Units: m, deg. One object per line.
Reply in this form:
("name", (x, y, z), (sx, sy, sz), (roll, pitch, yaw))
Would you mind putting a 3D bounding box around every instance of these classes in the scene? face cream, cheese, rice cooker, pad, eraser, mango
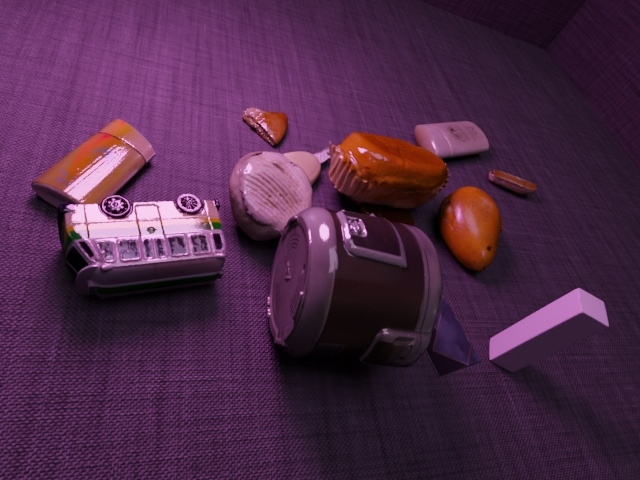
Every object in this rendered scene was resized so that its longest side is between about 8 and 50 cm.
("face cream", (0.515, -0.402, 1.693), (0.349, 0.081, 0.173), (-14, 62, -35))
("face cream", (-0.511, -0.177, 0.999), (0.140, 0.067, 0.285), (30, 47, -7))
("cheese", (-0.032, -0.237, 1.304), (0.127, 0.054, 0.252), (46, 48, 7))
("rice cooker", (0.077, 0.101, 0.909), (0.326, 0.335, 0.334), (11, 51, -20))
("pad", (0.315, 0.232, 1.145), (0.164, 0.004, 0.242), (-7, 58, -31))
("eraser", (0.557, 0.233, 1.066), (0.078, 0.298, 0.076), (30, 47, -5))
("mango", (0.468, -0.043, 1.345), (0.191, 0.160, 0.290), (14, 59, -25))

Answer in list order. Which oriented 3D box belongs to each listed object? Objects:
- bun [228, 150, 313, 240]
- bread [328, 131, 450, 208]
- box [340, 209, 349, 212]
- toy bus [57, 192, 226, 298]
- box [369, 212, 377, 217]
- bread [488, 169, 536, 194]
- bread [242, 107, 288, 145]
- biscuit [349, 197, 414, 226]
("bun", (-0.131, -0.111, 1.087), (0.239, 0.141, 0.238), (15, 67, -37))
("bread", (0.215, -0.210, 1.272), (0.389, 0.183, 0.235), (-7, 56, -35))
("box", (0.000, 0.000, 1.098), (0.029, 0.109, 0.198), (24, 36, 39))
("toy bus", (-0.357, 0.016, 0.876), (0.306, 0.143, 0.178), (-5, 60, -32))
("box", (0.156, 0.011, 1.189), (0.130, 0.051, 0.129), (42, 47, -7))
("bread", (0.763, -0.225, 1.701), (0.215, 0.053, 0.073), (18, 45, -11))
("bread", (-0.158, -0.354, 1.332), (0.155, 0.054, 0.135), (-5, 60, -27))
("biscuit", (0.188, -0.102, 1.319), (0.236, 0.039, 0.180), (40, 43, 6))
